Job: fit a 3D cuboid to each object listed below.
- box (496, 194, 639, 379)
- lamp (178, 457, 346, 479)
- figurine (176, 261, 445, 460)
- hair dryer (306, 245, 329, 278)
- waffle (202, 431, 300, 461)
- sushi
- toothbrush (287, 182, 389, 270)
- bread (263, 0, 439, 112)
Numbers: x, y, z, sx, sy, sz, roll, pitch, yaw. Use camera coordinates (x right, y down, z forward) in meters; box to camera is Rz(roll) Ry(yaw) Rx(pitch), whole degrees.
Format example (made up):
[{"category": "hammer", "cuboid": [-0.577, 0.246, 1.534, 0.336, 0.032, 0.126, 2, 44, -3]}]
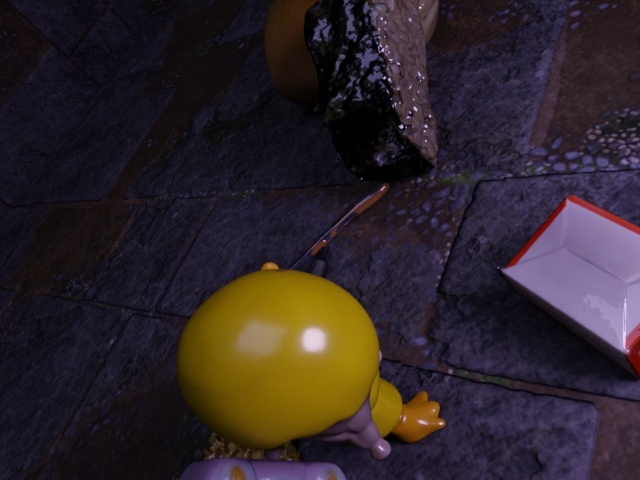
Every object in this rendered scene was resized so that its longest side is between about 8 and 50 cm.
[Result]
[{"category": "box", "cuboid": [0.326, 0.049, 0.638, 0.133, 0.099, 0.182, -48, 41, 0]}, {"category": "lamp", "cuboid": [-0.090, 0.389, 0.565, 0.247, 0.247, 0.301, -30, 51, 47]}, {"category": "figurine", "cuboid": [0.001, 0.159, 0.629, 0.215, 0.344, 0.187, -24, 49, 27]}, {"category": "hair dryer", "cuboid": [-0.042, 0.108, 0.938, 0.196, 0.078, 0.248, -12, 40, 34]}, {"category": "waffle", "cuboid": [-0.106, 0.323, 0.815, 0.191, 0.038, 0.191, -23, 44, 25]}, {"category": "sushi", "cuboid": [0.099, -0.281, 0.958, 0.171, 0.211, 0.350, -14, 84, 39]}, {"category": "toothbrush", "cuboid": [0.001, 0.002, 1.015, 0.321, 0.023, 0.031, -39, 43, 7]}, {"category": "bread", "cuboid": [0.066, -0.494, 1.215, 0.376, 0.253, 0.348, 1, 54, 39]}]
